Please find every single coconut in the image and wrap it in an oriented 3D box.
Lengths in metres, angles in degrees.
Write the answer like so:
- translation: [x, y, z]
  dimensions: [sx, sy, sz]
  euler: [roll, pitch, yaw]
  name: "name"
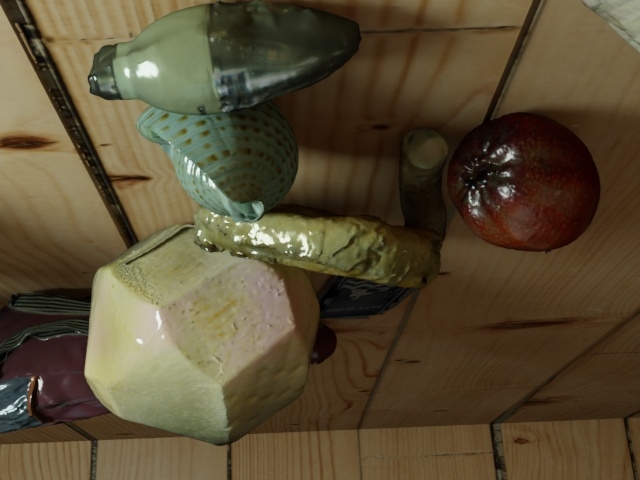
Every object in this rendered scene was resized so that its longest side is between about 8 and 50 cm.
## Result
- translation: [-0.190, 0.141, 1.225]
  dimensions: [0.352, 0.353, 0.353]
  euler: [-2, 158, -1]
  name: "coconut"

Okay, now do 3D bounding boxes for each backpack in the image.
- translation: [-0.427, 0.198, 1.405]
  dimensions: [0.317, 0.283, 0.197]
  euler: [-9, 123, 3]
  name: "backpack"

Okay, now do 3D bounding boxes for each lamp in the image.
- translation: [-0.085, -0.165, 0.743]
  dimensions: [0.250, 0.101, 0.101]
  euler: [-6, 158, 0]
  name: "lamp"
- translation: [-0.016, 0.213, 1.700]
  dimensions: [0.101, 0.090, 0.101]
  euler: [-7, -163, 2]
  name: "lamp"

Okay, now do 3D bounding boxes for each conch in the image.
- translation: [-0.089, -0.098, 0.853]
  dimensions: [0.200, 0.131, 0.172]
  euler: [27, 159, 52]
  name: "conch"

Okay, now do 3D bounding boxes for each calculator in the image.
- translation: [0.077, 0.105, 1.529]
  dimensions: [0.165, 0.028, 0.274]
  euler: [0, 160, -16]
  name: "calculator"

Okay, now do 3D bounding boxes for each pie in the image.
- translation: [0.000, 0.000, 1.041]
  dimensions: [0.339, 0.083, 0.339]
  euler: [8, -179, 0]
  name: "pie"

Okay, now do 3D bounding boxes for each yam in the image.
- translation: [0.135, -0.059, 1.080]
  dimensions: [0.066, 0.066, 0.300]
  euler: [-6, 158, 7]
  name: "yam"

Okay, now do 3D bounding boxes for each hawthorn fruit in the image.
- translation: [0.248, -0.066, 0.962]
  dimensions: [0.188, 0.169, 0.169]
  euler: [9, 155, -36]
  name: "hawthorn fruit"

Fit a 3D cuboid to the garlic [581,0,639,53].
- translation: [0.295, -0.221, 0.601]
  dimensions: [0.218, 0.219, 0.212]
  euler: [-11, -165, 19]
  name: "garlic"
